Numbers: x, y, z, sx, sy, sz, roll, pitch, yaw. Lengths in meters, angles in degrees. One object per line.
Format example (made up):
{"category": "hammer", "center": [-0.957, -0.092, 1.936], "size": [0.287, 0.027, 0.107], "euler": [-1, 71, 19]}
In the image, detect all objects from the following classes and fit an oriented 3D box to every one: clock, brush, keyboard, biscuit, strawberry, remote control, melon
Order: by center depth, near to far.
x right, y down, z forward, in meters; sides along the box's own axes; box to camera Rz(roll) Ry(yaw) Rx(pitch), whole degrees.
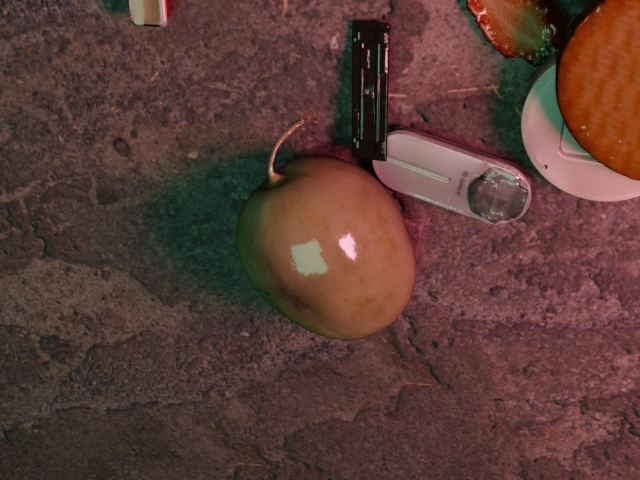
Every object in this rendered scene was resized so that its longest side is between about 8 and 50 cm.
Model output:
{"category": "biscuit", "center": [0.453, -0.200, 1.301], "size": [0.318, 0.040, 0.318], "euler": [9, 131, 10]}
{"category": "strawberry", "center": [0.271, -0.303, 1.422], "size": [0.152, 0.048, 0.104], "euler": [44, 133, 10]}
{"category": "clock", "center": [0.396, -0.169, 1.437], "size": [0.230, 0.083, 0.230], "euler": [8, 121, 14]}
{"category": "brush", "center": [-0.257, -0.475, 1.515], "size": [0.060, 0.050, 0.321], "euler": [6, 115, 20]}
{"category": "keyboard", "center": [0.074, -0.219, 1.533], "size": [0.061, 0.013, 0.204], "euler": [11, 112, 30]}
{"category": "remote control", "center": [0.198, -0.100, 1.568], "size": [0.247, 0.052, 0.104], "euler": [21, 126, 7]}
{"category": "melon", "center": [0.011, 0.011, 1.587], "size": [0.308, 0.272, 0.272], "euler": [32, 126, -9]}
